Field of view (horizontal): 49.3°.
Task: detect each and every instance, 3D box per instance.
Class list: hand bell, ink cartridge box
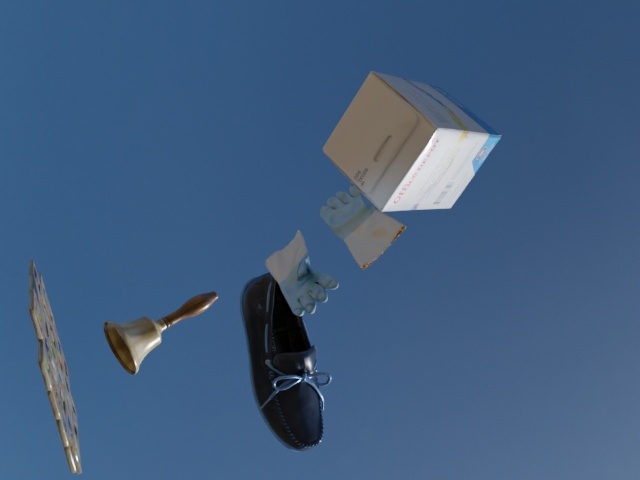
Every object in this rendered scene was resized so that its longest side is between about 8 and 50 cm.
[{"bbox_3d":[-0.324,0.170,1.492,0.126,0.242,0.126,34,-40,35],"label":"hand bell"},{"bbox_3d":[0.160,-0.168,1.221,0.168,0.232,0.171,47,-60,27],"label":"ink cartridge box"}]

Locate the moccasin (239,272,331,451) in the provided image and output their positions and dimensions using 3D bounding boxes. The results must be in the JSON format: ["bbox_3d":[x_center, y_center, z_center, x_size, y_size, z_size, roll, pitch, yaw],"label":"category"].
[{"bbox_3d":[-0.070,0.225,1.307,0.117,0.137,0.342,-31,-103,48],"label":"moccasin"}]

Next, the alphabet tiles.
[{"bbox_3d":[-0.455,0.218,1.196,0.285,0.011,0.343,-130,-148,-56],"label":"alphabet tiles"}]

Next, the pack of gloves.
[{"bbox_3d":[0.000,0.000,1.026,0.195,0.046,0.232,-46,-153,3],"label":"pack of gloves"}]
